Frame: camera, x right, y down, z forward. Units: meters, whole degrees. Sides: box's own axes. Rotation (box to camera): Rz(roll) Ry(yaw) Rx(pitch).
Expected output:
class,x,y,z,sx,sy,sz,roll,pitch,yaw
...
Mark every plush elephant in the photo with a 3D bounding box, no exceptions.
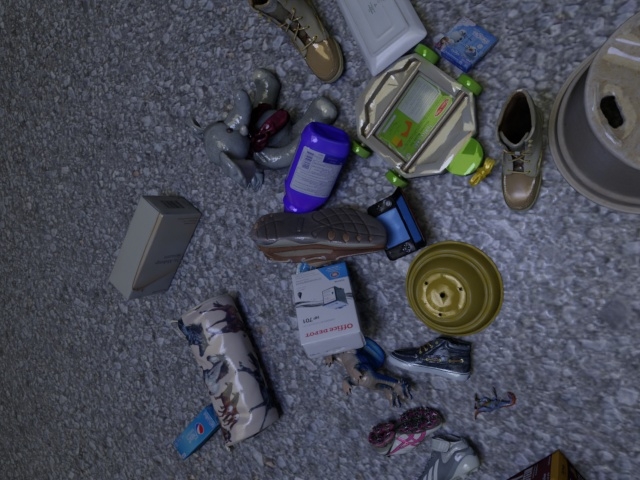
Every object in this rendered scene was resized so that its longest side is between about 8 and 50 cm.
class,x,y,z,sx,sy,sz,roll,pitch,yaw
plush elephant,-0.178,-0.266,1.082,0.272,0.255,0.330,40,112,21

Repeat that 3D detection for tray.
class,x,y,z,sx,sy,sz,roll,pitch,yaw
tray,0.123,-0.514,0.986,0.145,0.030,0.270,-31,66,27

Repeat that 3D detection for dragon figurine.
class,x,y,z,sx,sy,sz,roll,pitch,yaw
dragon figurine,0.096,0.291,1.070,0.289,0.144,0.085,48,118,39

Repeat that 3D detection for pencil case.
class,x,y,z,sx,sy,sz,roll,pitch,yaw
pencil case,-0.263,0.367,1.237,0.184,0.160,0.410,-26,81,12

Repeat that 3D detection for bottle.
class,x,y,z,sx,sy,sz,roll,pitch,yaw
bottle,-0.025,-0.142,1.068,0.118,0.092,0.283,14,129,-13

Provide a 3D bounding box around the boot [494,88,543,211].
class,x,y,z,sx,sy,sz,roll,pitch,yaw
boot,0.372,-0.161,0.826,0.077,0.165,0.213,7,96,30

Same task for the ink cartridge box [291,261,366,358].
class,x,y,z,sx,sy,sz,roll,pitch,yaw
ink cartridge box,0.017,0.162,1.034,0.140,0.082,0.190,-15,50,4

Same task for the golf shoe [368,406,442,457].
class,x,y,z,sx,sy,sz,roll,pitch,yaw
golf shoe,0.210,0.455,1.040,0.186,0.067,0.086,-31,110,24

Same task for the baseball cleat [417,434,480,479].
class,x,y,z,sx,sy,sz,roll,pitch,yaw
baseball cleat,0.267,0.517,1.012,0.206,0.072,0.109,-43,57,23

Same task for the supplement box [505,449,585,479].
class,x,y,z,sx,sy,sz,roll,pitch,yaw
supplement box,0.460,0.566,0.858,0.194,0.129,0.191,50,115,17

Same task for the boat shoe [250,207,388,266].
class,x,y,z,sx,sy,sz,roll,pitch,yaw
boat shoe,0.000,0.000,1.055,0.324,0.123,0.116,3,136,15

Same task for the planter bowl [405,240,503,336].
class,x,y,z,sx,sy,sz,roll,pitch,yaw
planter bowl,0.273,0.112,0.951,0.217,0.090,0.217,3,96,30

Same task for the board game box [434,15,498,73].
class,x,y,z,sx,sy,sz,roll,pitch,yaw
board game box,0.301,-0.407,0.914,0.090,0.020,0.090,-45,71,0

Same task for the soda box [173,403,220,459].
class,x,y,z,sx,sy,sz,roll,pitch,yaw
soda box,-0.369,0.589,1.370,0.067,0.071,0.210,49,115,17

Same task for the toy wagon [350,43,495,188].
class,x,y,z,sx,sy,sz,roll,pitch,yaw
toy wagon,0.229,-0.242,0.960,0.344,0.068,0.267,45,114,19

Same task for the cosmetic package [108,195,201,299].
class,x,y,z,sx,sy,sz,roll,pitch,yaw
cosmetic package,-0.509,0.019,1.353,0.113,0.160,0.309,37,112,22

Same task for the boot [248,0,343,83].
class,x,y,z,sx,sy,sz,roll,pitch,yaw
boot,-0.059,-0.499,1.023,0.095,0.203,0.262,-29,79,29

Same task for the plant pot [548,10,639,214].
class,x,y,z,sx,sy,sz,roll,pitch,yaw
plant pot,0.520,-0.200,0.659,0.334,0.305,0.333,3,96,30

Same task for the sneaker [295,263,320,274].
class,x,y,z,sx,sy,sz,roll,pitch,yaw
sneaker,-0.018,0.062,1.131,0.073,0.063,0.162,7,98,26

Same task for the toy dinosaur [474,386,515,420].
class,x,y,z,sx,sy,sz,roll,pitch,yaw
toy dinosaur,0.377,0.352,0.953,0.082,0.047,0.090,1,128,21

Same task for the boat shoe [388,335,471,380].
class,x,y,z,sx,sy,sz,roll,pitch,yaw
boat shoe,0.247,0.253,0.997,0.183,0.065,0.083,6,96,23

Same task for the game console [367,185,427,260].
class,x,y,z,sx,sy,sz,roll,pitch,yaw
game console,0.169,-0.034,0.999,0.124,0.085,0.144,-27,82,28
